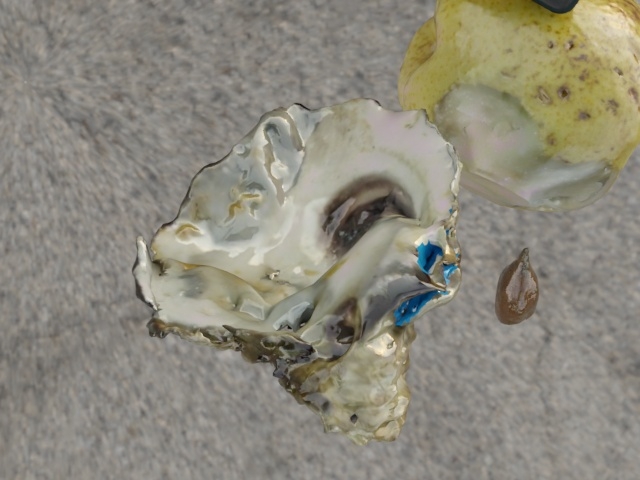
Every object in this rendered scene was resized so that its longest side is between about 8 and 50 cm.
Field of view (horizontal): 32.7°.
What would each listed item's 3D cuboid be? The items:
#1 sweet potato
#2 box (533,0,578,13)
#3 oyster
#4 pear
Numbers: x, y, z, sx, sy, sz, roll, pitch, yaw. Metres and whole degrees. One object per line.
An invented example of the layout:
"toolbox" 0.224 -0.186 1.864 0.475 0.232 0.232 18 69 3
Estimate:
"sweet potato" 0.218 0.048 1.195 0.049 0.049 0.117 -14 139 -13
"box" 0.199 -0.309 0.918 0.160 0.230 0.050 30 55 0
"oyster" 0.000 0.000 0.646 0.223 0.214 0.083 -49 139 -26
"pear" 0.214 -0.160 1.126 0.271 0.271 0.271 -2 99 -15
